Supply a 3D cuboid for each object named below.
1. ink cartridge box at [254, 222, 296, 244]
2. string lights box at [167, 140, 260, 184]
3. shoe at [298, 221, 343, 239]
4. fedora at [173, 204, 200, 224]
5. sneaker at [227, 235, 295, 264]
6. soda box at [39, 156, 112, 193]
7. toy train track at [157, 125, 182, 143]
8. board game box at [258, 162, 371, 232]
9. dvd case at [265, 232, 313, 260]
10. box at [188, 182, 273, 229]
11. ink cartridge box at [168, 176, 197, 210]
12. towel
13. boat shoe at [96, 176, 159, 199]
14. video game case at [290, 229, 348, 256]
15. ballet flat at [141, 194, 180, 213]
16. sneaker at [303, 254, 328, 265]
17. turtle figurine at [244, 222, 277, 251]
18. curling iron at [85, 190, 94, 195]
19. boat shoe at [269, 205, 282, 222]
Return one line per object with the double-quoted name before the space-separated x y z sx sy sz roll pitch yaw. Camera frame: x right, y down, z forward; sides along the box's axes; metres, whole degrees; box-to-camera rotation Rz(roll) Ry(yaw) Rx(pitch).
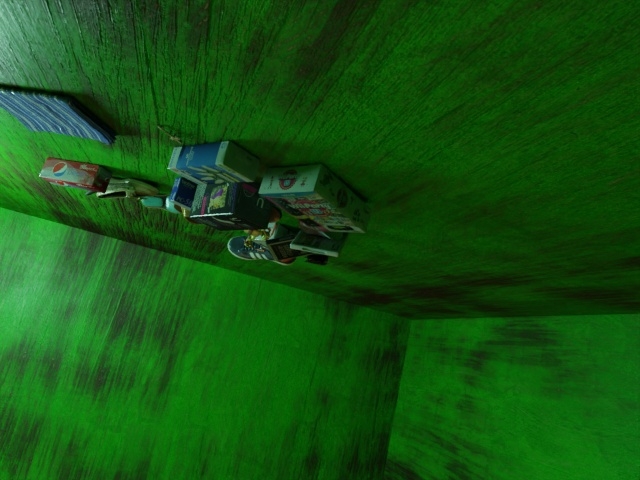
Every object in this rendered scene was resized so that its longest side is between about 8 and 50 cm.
"ink cartridge box" -0.203 -0.009 2.250 0.153 0.087 0.208 3 162 33
"string lights box" -0.326 -0.232 1.497 0.259 0.077 0.133 2 164 38
"shoe" 0.000 -0.048 1.968 0.177 0.064 0.081 22 166 -14
"fedora" -0.499 -0.118 2.009 0.194 0.079 0.194 -6 156 -3
"sneaker" -0.286 0.031 2.443 0.349 0.131 0.148 9 160 -4
"soda box" -0.975 -0.260 1.964 0.263 0.092 0.083 9 165 16
"toy train track" -0.434 -0.310 1.427 0.048 0.014 0.083 10 162 43
"board game box" -0.010 -0.126 1.560 0.224 0.098 0.303 2 158 38
"dvd case" -0.105 0.023 2.165 0.238 0.030 0.179 -12 152 4
"box" -0.320 -0.127 1.771 0.270 0.144 0.165 0 163 41
"ink cartridge box" -0.473 -0.157 1.892 0.046 0.097 0.207 0 161 44
"towel" -0.815 -0.373 1.477 0.335 0.040 0.243 10 165 13
"boat shoe" -0.795 -0.202 2.031 0.285 0.089 0.104 7 165 22
"video game case" 0.000 0.000 1.972 0.193 0.023 0.212 10 -156 10
"ballet flat" -0.655 -0.167 2.122 0.232 0.080 0.073 12 -166 15
"sneaker" -0.027 0.101 2.599 0.089 0.051 0.170 13 170 -18
"turtle figurine" -0.287 -0.058 2.021 0.217 0.087 0.269 26 151 -14
"curling iron" -1.023 -0.239 2.214 0.068 0.035 0.274 26 161 -28
"boat shoe" -0.237 -0.119 1.906 0.206 0.073 0.073 12 -155 20
